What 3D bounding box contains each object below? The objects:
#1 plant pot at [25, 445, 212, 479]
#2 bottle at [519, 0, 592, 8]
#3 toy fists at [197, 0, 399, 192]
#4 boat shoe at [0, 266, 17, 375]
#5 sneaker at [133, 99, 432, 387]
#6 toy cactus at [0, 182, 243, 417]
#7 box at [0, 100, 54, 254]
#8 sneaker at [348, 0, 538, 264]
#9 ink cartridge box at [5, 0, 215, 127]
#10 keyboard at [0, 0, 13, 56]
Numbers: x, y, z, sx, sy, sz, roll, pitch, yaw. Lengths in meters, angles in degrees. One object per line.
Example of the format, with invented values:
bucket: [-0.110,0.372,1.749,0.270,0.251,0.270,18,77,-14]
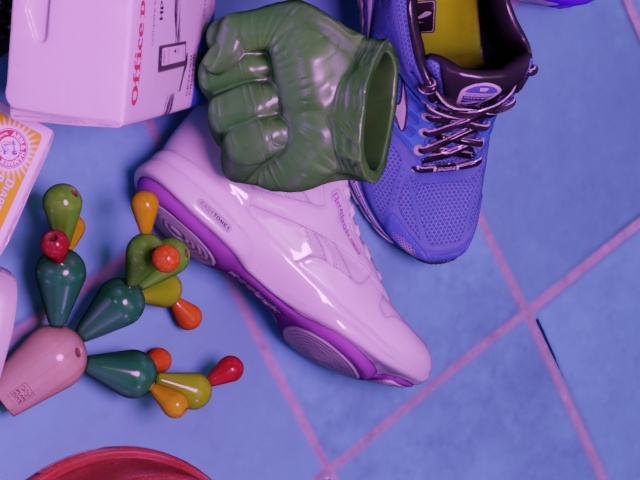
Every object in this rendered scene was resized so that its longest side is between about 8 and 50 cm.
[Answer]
plant pot: [-0.090,0.296,1.250,0.272,0.265,0.272,0,91,-33]
bottle: [0.123,-0.273,1.480,0.283,0.092,0.118,6,90,-33]
toy fists: [-0.016,-0.174,1.282,0.096,0.142,0.279,13,83,-69]
boat shoe: [-0.280,0.122,1.243,0.081,0.079,0.227,16,77,-23]
sneaker: [0.000,0.000,1.391,0.305,0.114,0.152,44,69,-25]
toy cactus: [-0.161,0.068,1.302,0.180,0.112,0.219,-39,128,-12]
box: [-0.305,-0.074,1.192,0.203,0.114,0.103,29,76,-30]
sneaker: [0.090,-0.120,1.390,0.130,0.147,0.330,-14,121,-17]
ink cartridge box: [-0.141,-0.162,1.236,0.086,0.203,0.148,7,101,11]
keyboard: [-0.203,-0.226,1.311,0.180,0.023,0.108,-39,111,-27]
